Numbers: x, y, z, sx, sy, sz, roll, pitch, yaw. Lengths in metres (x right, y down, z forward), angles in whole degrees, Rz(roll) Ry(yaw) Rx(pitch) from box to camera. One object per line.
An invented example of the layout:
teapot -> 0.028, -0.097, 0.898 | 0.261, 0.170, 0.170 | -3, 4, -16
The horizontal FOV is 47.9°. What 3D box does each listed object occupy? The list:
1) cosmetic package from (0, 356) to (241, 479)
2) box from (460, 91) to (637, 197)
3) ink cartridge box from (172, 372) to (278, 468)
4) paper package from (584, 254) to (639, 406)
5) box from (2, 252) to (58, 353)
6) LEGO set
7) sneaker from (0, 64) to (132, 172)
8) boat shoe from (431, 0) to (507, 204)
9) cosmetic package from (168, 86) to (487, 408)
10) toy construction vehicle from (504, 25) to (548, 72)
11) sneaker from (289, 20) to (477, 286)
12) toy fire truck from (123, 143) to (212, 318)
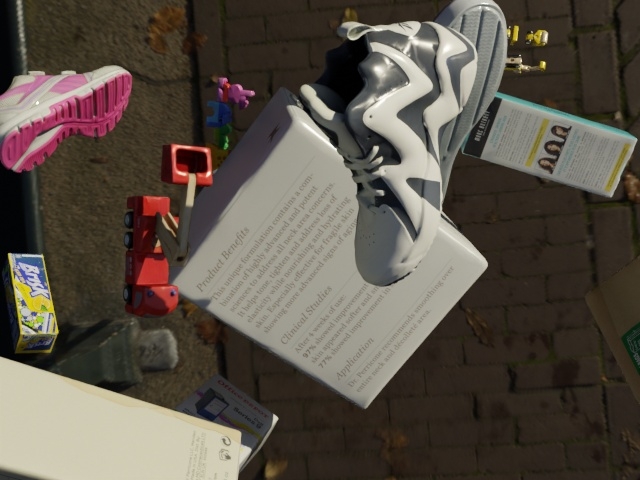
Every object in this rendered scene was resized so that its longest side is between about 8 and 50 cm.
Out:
cosmetic package -> -0.254, 0.232, 0.732 | 0.309, 0.113, 0.160 | 25, 130, -20
box -> 0.351, -0.153, 1.125 | 0.244, 0.060, 0.101 | 18, 111, 1
ink cartridge box -> -0.194, 0.352, 1.301 | 0.154, 0.212, 0.093 | 35, 110, 10
paper package -> 0.643, 0.210, 1.207 | 0.309, 0.325, 0.168 | 31, 118, -20
box -> -0.475, 0.100, 1.172 | 0.054, 0.059, 0.169 | -55, 46, 35
LEGO set -> -0.166, -0.191, 1.385 | 0.093, 0.087, 0.227 | 8, 107, 8
sneaker -> -0.377, -0.199, 1.023 | 0.111, 0.252, 0.103 | 36, 133, 14
boat shoe -> 0.115, -0.143, 0.824 | 0.109, 0.094, 0.302 | -2, 132, -23
cosmetic package -> 0.000, 0.000, 1.237 | 0.393, 0.327, 0.329 | 36, 102, -17
toy construction vehicle -> 0.361, -0.348, 1.313 | 0.098, 0.035, 0.086 | 4, 73, 13
sneaker -> 0.032, -0.074, 0.611 | 0.153, 0.094, 0.235 | 4, 115, -32
toy fire truck -> -0.172, -0.005, 0.802 | 0.047, 0.135, 0.192 | 1, 90, -36
